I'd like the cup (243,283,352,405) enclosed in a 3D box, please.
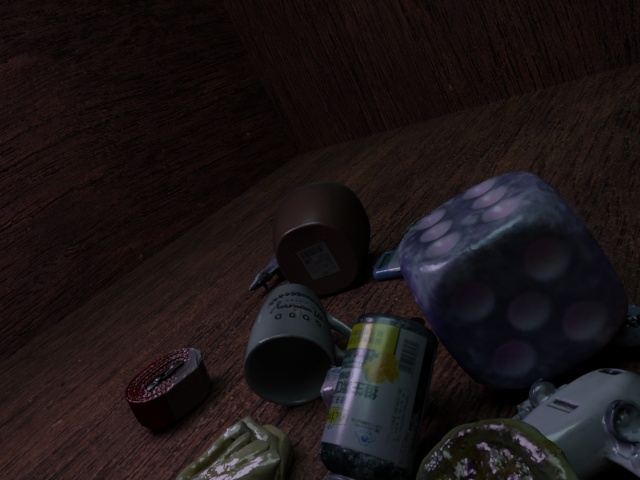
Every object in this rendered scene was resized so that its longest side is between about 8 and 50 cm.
[{"bbox_3d":[-0.026,0.215,1.076,0.258,0.186,0.234,6,27,-3],"label":"cup"}]

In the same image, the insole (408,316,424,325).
[{"bbox_3d":[0.161,0.237,1.034,0.080,0.003,0.232,-9,26,39],"label":"insole"}]

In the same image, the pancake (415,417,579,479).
[{"bbox_3d":[0.194,0.325,0.554,0.254,0.037,0.253,-38,37,37],"label":"pancake"}]

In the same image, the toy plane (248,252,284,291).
[{"bbox_3d":[-0.140,0.096,1.645,0.212,0.088,0.267,-4,37,48],"label":"toy plane"}]

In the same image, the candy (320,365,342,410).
[{"bbox_3d":[0.086,0.278,0.898,0.160,0.092,0.073,-15,22,25],"label":"candy"}]

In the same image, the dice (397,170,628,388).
[{"bbox_3d":[0.311,0.061,0.833,0.270,0.271,0.270,-34,13,14],"label":"dice"}]

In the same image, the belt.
[{"bbox_3d":[-0.365,0.365,1.194,0.128,0.124,0.201,19,40,40],"label":"belt"}]

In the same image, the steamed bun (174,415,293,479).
[{"bbox_3d":[-0.167,0.426,0.725,0.247,0.189,0.428,1,32,38],"label":"steamed bun"}]

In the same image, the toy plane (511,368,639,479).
[{"bbox_3d":[0.328,0.256,0.624,0.252,0.118,0.252,-31,2,1],"label":"toy plane"}]

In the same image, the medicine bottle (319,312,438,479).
[{"bbox_3d":[0.084,0.268,0.740,0.142,0.141,0.293,-7,56,42],"label":"medicine bottle"}]

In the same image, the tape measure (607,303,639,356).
[{"bbox_3d":[0.503,0.142,0.777,0.094,0.054,0.091,-35,16,-28],"label":"tape measure"}]

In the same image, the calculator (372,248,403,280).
[{"bbox_3d":[0.234,0.058,1.334,0.210,0.039,0.121,-13,23,34],"label":"calculator"}]

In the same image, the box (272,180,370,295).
[{"bbox_3d":[0.000,0.000,1.409,0.301,0.300,0.216,-20,26,17],"label":"box"}]
